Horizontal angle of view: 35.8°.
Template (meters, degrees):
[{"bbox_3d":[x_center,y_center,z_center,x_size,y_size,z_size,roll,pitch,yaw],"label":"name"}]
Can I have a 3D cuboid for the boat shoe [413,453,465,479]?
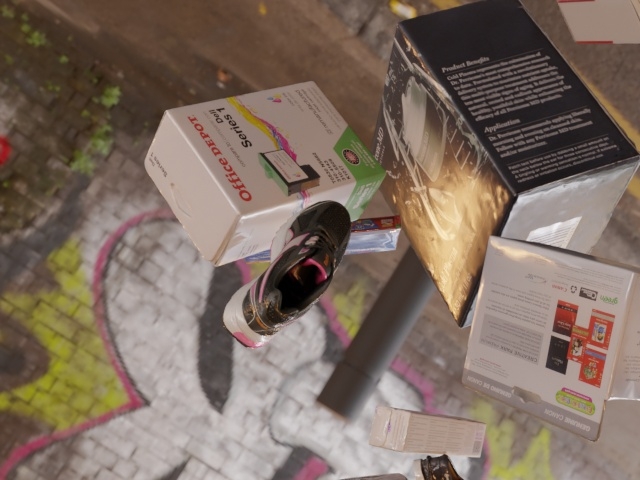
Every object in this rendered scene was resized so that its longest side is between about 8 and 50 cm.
[{"bbox_3d":[0.133,0.254,0.996,0.038,0.046,0.125,-21,126,18],"label":"boat shoe"}]

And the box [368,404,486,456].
[{"bbox_3d":[0.184,0.318,1.639,0.063,0.067,0.324,7,173,32],"label":"box"}]

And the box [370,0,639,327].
[{"bbox_3d":[0.349,-0.160,2.065,0.480,0.297,0.472,99,150,-54],"label":"box"}]

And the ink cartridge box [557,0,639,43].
[{"bbox_3d":[0.414,-0.333,1.276,0.127,0.175,0.072,16,146,57],"label":"ink cartridge box"}]

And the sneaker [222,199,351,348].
[{"bbox_3d":[-0.010,0.026,0.905,0.072,0.178,0.077,45,140,-16],"label":"sneaker"}]

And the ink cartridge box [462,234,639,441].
[{"bbox_3d":[0.401,0.155,1.638,0.130,0.272,0.309,7,-173,-37],"label":"ink cartridge box"}]

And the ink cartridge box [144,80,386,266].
[{"bbox_3d":[-0.079,-0.104,1.426,0.201,0.278,0.117,54,138,21],"label":"ink cartridge box"}]

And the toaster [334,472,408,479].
[{"bbox_3d":[0.063,0.451,1.565,0.129,0.146,0.227,1,165,-39],"label":"toaster"}]

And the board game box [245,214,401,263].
[{"bbox_3d":[0.000,0.000,1.788,0.281,0.027,0.145,-5,163,-2],"label":"board game box"}]
